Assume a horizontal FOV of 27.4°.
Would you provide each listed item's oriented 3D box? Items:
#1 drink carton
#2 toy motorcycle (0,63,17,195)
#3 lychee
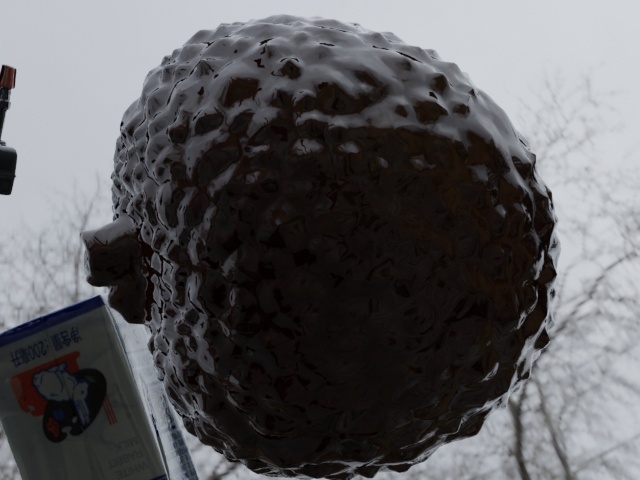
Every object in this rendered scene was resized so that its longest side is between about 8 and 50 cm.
[{"bbox_3d":[-0.181,0.211,1.146,0.131,0.106,0.315,-21,-95,8],"label":"drink carton"},{"bbox_3d":[-0.320,-0.086,1.040,0.102,0.221,0.150,13,-83,-43],"label":"toy motorcycle"},{"bbox_3d":[0.000,0.000,0.723,0.261,0.260,0.260,-6,-56,-9],"label":"lychee"}]
